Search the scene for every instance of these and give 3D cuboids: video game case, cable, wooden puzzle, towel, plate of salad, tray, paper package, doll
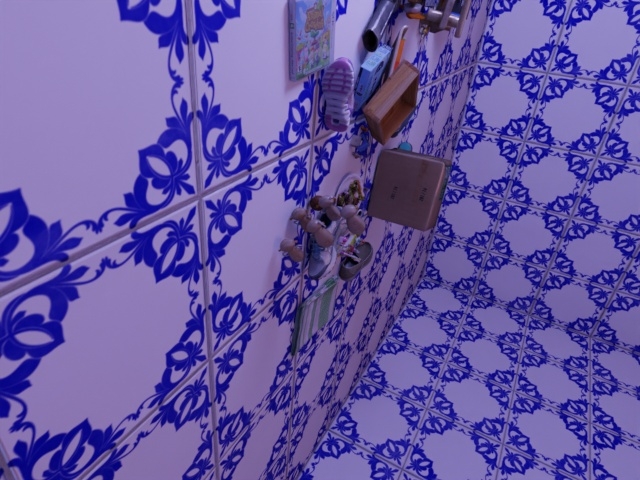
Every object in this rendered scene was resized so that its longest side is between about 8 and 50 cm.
[{"bbox_3d":[-0.017,-0.538,1.137,0.212,0.023,0.193,-46,148,-45],"label":"video game case"},{"bbox_3d":[0.496,-1.015,1.902,0.139,0.072,0.287,96,13,-64],"label":"cable"},{"bbox_3d":[0.259,-0.626,1.581,0.221,0.045,0.238,-85,-167,-81],"label":"wooden puzzle"},{"bbox_3d":[-0.016,0.306,1.826,0.325,0.038,0.247,-35,140,-55],"label":"towel"},{"bbox_3d":[0.120,-0.162,1.709,0.200,0.048,0.199,-34,136,-42],"label":"plate of salad"},{"bbox_3d":[0.255,-0.476,1.560,0.202,0.076,0.411,-50,173,8],"label":"tray"},{"bbox_3d":[0.403,-0.235,1.990,0.168,0.310,0.324,-27,131,-60],"label":"paper package"},{"bbox_3d":[0.152,-0.134,1.830,0.129,0.046,0.188,12,100,-47],"label":"doll"}]

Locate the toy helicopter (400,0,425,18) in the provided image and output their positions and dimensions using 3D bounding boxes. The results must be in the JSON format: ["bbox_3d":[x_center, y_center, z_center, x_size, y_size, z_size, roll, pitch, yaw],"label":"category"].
[{"bbox_3d":[0.349,-0.901,1.560,0.355,0.140,0.234,-48,145,-68],"label":"toy helicopter"}]

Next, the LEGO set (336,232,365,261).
[{"bbox_3d":[0.144,0.023,1.869,0.287,0.107,0.132,-25,131,-60],"label":"LEGO set"}]

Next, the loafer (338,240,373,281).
[{"bbox_3d":[0.171,0.082,1.999,0.251,0.095,0.087,-52,156,-38],"label":"loafer"}]

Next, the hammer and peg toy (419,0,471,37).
[{"bbox_3d":[0.446,-0.849,1.496,0.361,0.128,0.265,-77,-177,-66],"label":"hammer and peg toy"}]

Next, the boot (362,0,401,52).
[{"bbox_3d":[0.197,-0.752,1.412,0.208,0.076,0.189,-56,154,-16],"label":"boot"}]

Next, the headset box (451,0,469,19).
[{"bbox_3d":[0.646,-1.153,1.992,0.293,0.110,0.217,-62,159,-48],"label":"headset box"}]

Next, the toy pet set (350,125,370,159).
[{"bbox_3d":[0.164,-0.370,1.645,0.114,0.065,0.122,7,101,-68],"label":"toy pet set"}]

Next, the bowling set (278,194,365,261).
[{"bbox_3d":[-0.020,-0.076,1.382,0.287,0.199,0.154,-28,150,6],"label":"bowling set"}]

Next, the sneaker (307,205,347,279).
[{"bbox_3d":[0.000,0.000,1.560,0.122,0.110,0.282,24,83,-50],"label":"sneaker"}]

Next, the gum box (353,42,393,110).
[{"bbox_3d":[0.170,-0.554,1.480,0.184,0.041,0.156,-55,170,-36],"label":"gum box"}]

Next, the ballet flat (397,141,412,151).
[{"bbox_3d":[0.400,-0.352,2.185,0.096,0.096,0.280,20,90,-80],"label":"ballet flat"}]

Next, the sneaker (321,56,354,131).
[{"bbox_3d":[0.064,-0.450,1.318,0.236,0.095,0.104,91,22,-53],"label":"sneaker"}]

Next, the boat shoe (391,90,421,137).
[{"bbox_3d":[0.373,-0.561,1.933,0.254,0.095,0.079,-60,154,-22],"label":"boat shoe"}]

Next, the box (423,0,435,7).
[{"bbox_3d":[0.445,-1.028,1.717,0.184,0.045,0.190,-65,163,-58],"label":"box"}]
